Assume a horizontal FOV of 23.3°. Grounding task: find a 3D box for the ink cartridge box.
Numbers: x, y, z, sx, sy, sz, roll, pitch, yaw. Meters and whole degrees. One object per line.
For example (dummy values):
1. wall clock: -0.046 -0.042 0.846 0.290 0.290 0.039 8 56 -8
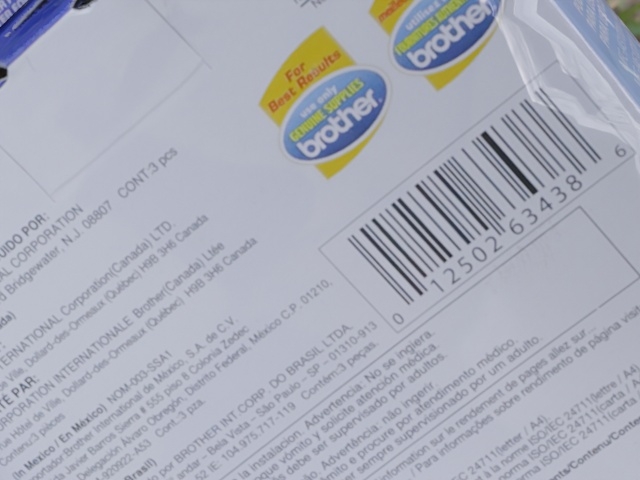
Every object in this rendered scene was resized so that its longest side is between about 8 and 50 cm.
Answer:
1. ink cartridge box: 0.000 0.000 0.579 0.395 0.270 0.151 46 16 -17
